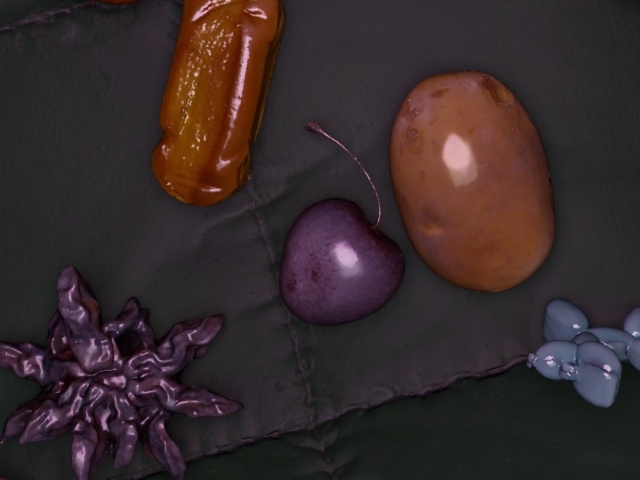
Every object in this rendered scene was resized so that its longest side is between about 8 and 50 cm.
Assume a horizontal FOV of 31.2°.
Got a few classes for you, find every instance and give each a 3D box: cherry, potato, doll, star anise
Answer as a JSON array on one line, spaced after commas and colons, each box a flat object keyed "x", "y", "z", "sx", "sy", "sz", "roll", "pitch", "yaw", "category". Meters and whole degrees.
[{"x": -0.003, "y": 0.004, "z": 1.191, "sx": 0.188, "sy": 0.115, "sz": 0.148, "roll": 45, "pitch": 137, "yaw": 2, "category": "cherry"}, {"x": 0.150, "y": -0.055, "z": 1.160, "sx": 0.150, "sy": 0.146, "sz": 0.234, "roll": -13, "pitch": 101, "yaw": 35, "category": "potato"}, {"x": 0.281, "y": 0.113, "z": 1.166, "sx": 0.159, "sy": 0.158, "sz": 0.059, "roll": 5, "pitch": 111, "yaw": -5, "category": "doll"}, {"x": -0.221, "y": 0.153, "z": 1.216, "sx": 0.282, "sy": 0.129, "sz": 0.212, "roll": 18, "pitch": 83, "yaw": -5, "category": "star anise"}]

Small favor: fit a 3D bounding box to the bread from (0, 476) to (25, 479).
[{"x": -0.306, "y": 0.402, "z": 1.229, "sx": 0.314, "sy": 0.171, "sz": 0.192, "roll": 34, "pitch": 101, "yaw": -3, "category": "bread"}]

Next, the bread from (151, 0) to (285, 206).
[{"x": -0.104, "y": -0.156, "z": 1.169, "sx": 0.102, "sy": 0.094, "sz": 0.246, "roll": 16, "pitch": 100, "yaw": 5, "category": "bread"}]

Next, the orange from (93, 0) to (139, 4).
[{"x": -0.195, "y": -0.339, "z": 1.091, "sx": 0.224, "sy": 0.170, "sz": 0.224, "roll": -11, "pitch": 130, "yaw": -13, "category": "orange"}]
